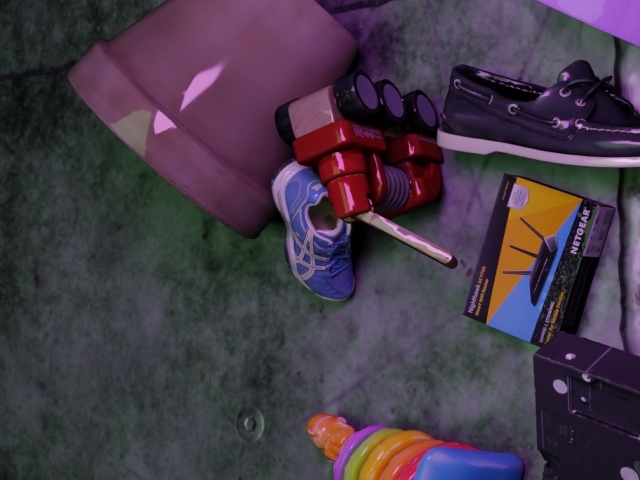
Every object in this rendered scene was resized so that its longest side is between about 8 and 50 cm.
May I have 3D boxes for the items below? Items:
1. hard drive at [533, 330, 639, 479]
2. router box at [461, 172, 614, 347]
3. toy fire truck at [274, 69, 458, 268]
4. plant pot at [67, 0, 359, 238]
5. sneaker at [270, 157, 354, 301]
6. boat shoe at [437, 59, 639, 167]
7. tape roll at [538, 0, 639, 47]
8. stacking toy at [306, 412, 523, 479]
[{"bbox_3d":[0.381,0.247,1.563,0.339,0.064,0.237,19,130,38],"label":"hard drive"},{"bbox_3d":[0.252,0.025,1.752,0.133,0.046,0.179,22,100,37],"label":"router box"},{"bbox_3d":[0.083,-0.063,1.778,0.158,0.217,0.246,-21,74,29],"label":"toy fire truck"},{"bbox_3d":[-0.109,-0.208,1.912,0.280,0.323,0.323,-47,60,5],"label":"plant pot"},{"bbox_3d":[0.000,0.000,1.865,0.080,0.211,0.081,-36,39,-17],"label":"sneaker"},{"bbox_3d":[0.277,-0.148,1.696,0.340,0.127,0.113,12,106,47],"label":"boat shoe"},{"bbox_3d":[0.317,-0.264,1.578,0.275,0.275,0.090,32,106,34],"label":"tape roll"},{"bbox_3d":[0.078,0.281,1.818,0.302,0.175,0.166,25,100,47],"label":"stacking toy"}]
